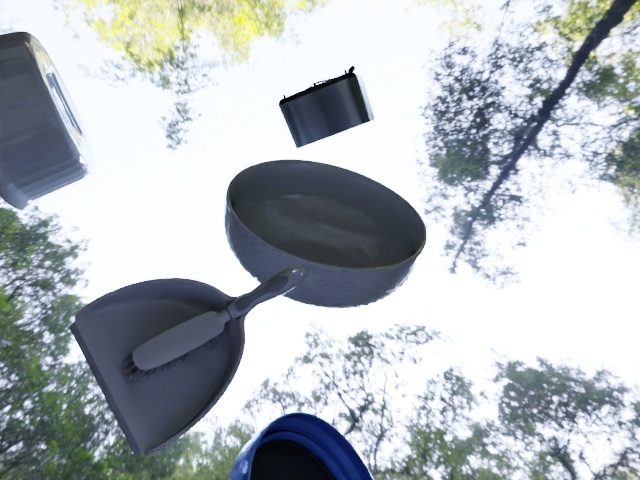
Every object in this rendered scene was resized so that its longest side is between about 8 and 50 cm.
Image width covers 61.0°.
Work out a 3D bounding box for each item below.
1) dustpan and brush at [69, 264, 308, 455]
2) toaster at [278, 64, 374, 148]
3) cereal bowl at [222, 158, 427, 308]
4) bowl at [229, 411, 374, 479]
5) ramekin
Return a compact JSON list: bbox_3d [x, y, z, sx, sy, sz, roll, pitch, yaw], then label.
[{"bbox_3d":[-0.104,0.080,0.510,0.211,0.060,0.147,-27,-104,-28],"label":"dustpan and brush"},{"bbox_3d":[0.017,-0.268,1.104,0.168,0.185,0.110,-19,-80,13],"label":"toaster"},{"bbox_3d":[0.000,0.000,0.916,0.339,0.339,0.141,8,-57,-11],"label":"cereal bowl"},{"bbox_3d":[-0.012,0.510,0.976,0.077,0.391,0.391,-36,-78,24],"label":"bowl"},{"bbox_3d":[-0.481,-0.200,0.886,0.135,0.277,0.277,-23,-81,-11],"label":"ramekin"}]
